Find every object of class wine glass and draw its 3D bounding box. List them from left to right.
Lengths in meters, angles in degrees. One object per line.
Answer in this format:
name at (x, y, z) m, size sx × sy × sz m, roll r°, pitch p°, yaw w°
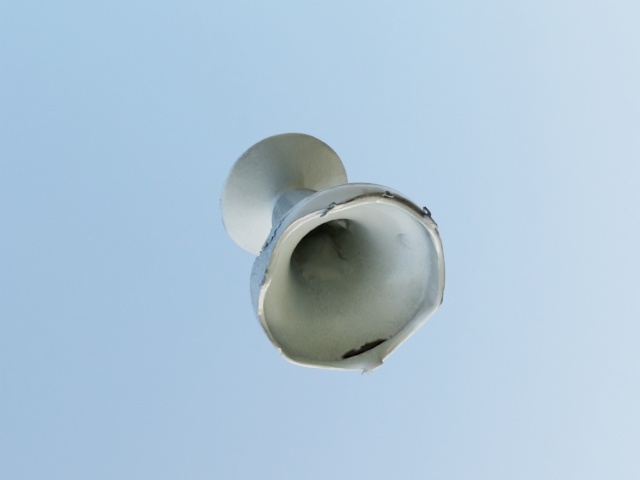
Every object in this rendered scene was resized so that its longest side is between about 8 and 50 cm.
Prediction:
wine glass at (0.000, 0.000, 0.806) m, size 0.165 × 0.164 × 0.196 m, roll 21°, pitch -164°, yaw -26°
